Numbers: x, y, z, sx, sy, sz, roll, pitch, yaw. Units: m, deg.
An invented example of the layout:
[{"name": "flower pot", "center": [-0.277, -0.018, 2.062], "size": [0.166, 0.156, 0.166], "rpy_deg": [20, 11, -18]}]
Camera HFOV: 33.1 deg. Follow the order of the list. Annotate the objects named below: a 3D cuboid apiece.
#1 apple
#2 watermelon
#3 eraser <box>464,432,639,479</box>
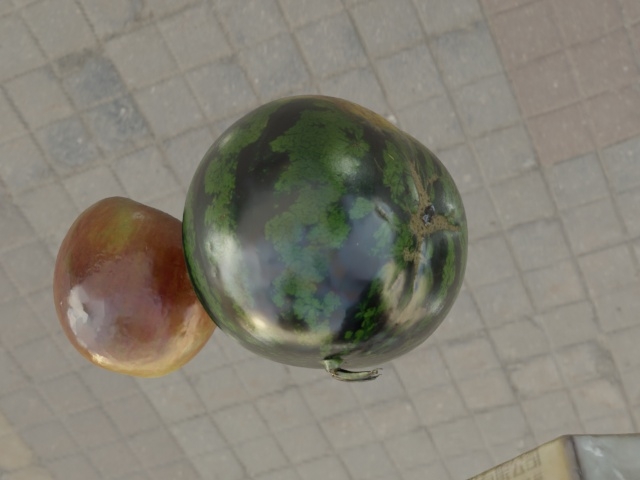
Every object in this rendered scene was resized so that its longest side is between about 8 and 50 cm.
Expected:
[{"name": "apple", "center": [-0.197, 0.048, 1.142], "size": [0.195, 0.160, 0.173], "rpy_deg": [22, 96, 19]}, {"name": "watermelon", "center": [0.000, -0.005, 0.973], "size": [0.269, 0.269, 0.269], "rpy_deg": [1, 126, 1]}, {"name": "eraser", "center": [0.142, 0.242, 0.867], "size": [0.144, 0.078, 0.343], "rpy_deg": [7, 150, -31]}]
